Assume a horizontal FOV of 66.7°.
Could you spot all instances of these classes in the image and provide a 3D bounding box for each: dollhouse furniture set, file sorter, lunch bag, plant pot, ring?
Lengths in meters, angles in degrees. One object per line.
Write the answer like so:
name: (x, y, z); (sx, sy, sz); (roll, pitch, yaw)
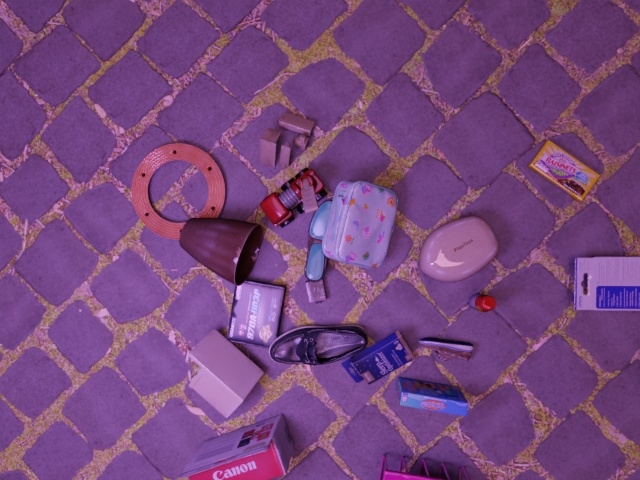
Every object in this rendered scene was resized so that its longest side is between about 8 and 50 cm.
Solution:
dollhouse furniture set: (-0.115, -0.336, 1.675); (0.144, 0.123, 0.151); (19, 58, 4)
file sorter: (0.333, 0.839, 1.594); (0.290, 0.182, 0.202); (8, 91, 3)
lunch bag: (0.125, -0.058, 1.576); (0.224, 0.108, 0.279); (12, 92, -33)
plant pot: (-0.340, 0.010, 1.617); (0.230, 0.215, 0.215); (20, 93, 8)
ring: (-0.497, -0.171, 1.709); (0.336, 0.032, 0.337); (0, 92, 4)

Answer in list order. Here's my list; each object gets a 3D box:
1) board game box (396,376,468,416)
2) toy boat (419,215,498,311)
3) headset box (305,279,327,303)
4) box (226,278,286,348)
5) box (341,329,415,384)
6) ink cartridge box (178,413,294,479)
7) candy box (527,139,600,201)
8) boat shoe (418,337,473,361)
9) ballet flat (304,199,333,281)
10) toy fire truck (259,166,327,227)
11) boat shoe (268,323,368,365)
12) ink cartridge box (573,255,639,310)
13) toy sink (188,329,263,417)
board game box: (0.361, 0.508, 1.594); (0.210, 0.160, 0.047); (9, 93, 5)
toy boat: (0.472, 0.092, 1.596); (0.267, 0.148, 0.318); (-24, 82, 0)
headset box: (-0.014, 0.177, 1.678); (0.062, 0.032, 0.083); (-10, 89, 5)
box: (-0.221, 0.251, 1.687); (0.175, 0.051, 0.220); (10, 93, 4)
box: (0.195, 0.403, 1.633); (0.225, 0.036, 0.136); (-30, 125, 6)
ink cartridge box: (-0.266, 0.723, 1.594); (0.309, 0.272, 0.130); (-21, 90, 5)
candy box: (0.802, -0.230, 1.606); (0.206, 0.027, 0.105); (35, 91, 3)
boat shoe: (0.419, 0.370, 1.632); (0.183, 0.066, 0.066); (7, 93, 4)
ballet flat: (0.000, 0.000, 1.640); (0.095, 0.096, 0.281); (16, 93, 5)
toy fire truck: (-0.083, -0.128, 1.568); (0.217, 0.246, 0.158); (-36, 88, 4)
boat shoe: (-0.005, 0.357, 1.623); (0.340, 0.113, 0.127); (-4, 95, -4)
ink cartridge box: (1.005, 0.138, 1.581); (0.370, 0.069, 0.176); (0, 92, 2)
toy sink: (-0.339, 0.446, 1.636); (0.234, 0.153, 0.131); (41, 121, 1)
